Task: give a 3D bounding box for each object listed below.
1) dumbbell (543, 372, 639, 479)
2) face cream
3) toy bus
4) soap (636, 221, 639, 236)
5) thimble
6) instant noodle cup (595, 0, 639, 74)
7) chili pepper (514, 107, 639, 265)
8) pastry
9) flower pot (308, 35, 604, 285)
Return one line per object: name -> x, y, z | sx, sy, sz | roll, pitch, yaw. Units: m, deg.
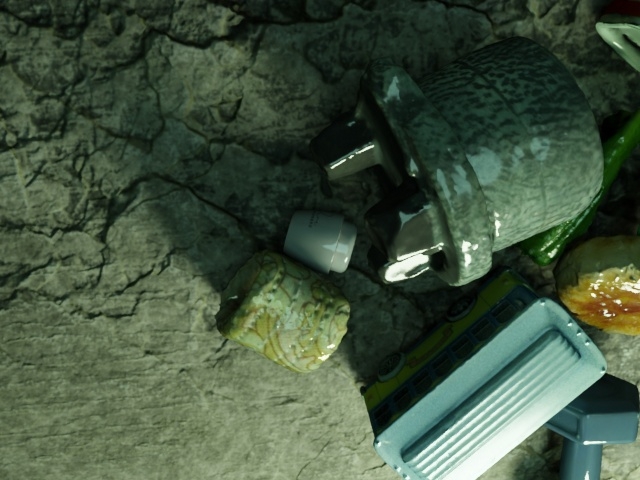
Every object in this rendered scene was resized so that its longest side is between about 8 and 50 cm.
dumbbell -> 0.410, 0.367, 0.958 | 0.144, 0.156, 0.316 | 7, 106, 25
face cream -> 0.000, 0.000, 0.867 | 0.095, 0.091, 0.091 | 15, 103, 1
toy bus -> 0.221, 0.201, 0.880 | 0.312, 0.190, 0.152 | -42, 102, 7
soap -> 0.596, -0.058, 0.824 | 0.274, 0.098, 0.217 | 13, 89, 27
thimble -> -0.059, 0.103, 0.853 | 0.144, 0.190, 0.137 | 30, 62, -17
instant noodle cup -> 0.534, -0.333, 0.741 | 0.294, 0.294, 0.307 | 36, 107, -11
chili pepper -> 0.370, -0.076, 0.866 | 0.083, 0.099, 0.253 | 38, 99, -2
pastry -> 0.439, 0.061, 0.864 | 0.192, 0.182, 0.093 | 40, 56, -37
flower pot -> 0.152, -0.105, 0.753 | 0.283, 0.299, 0.299 | -26, 104, -1
